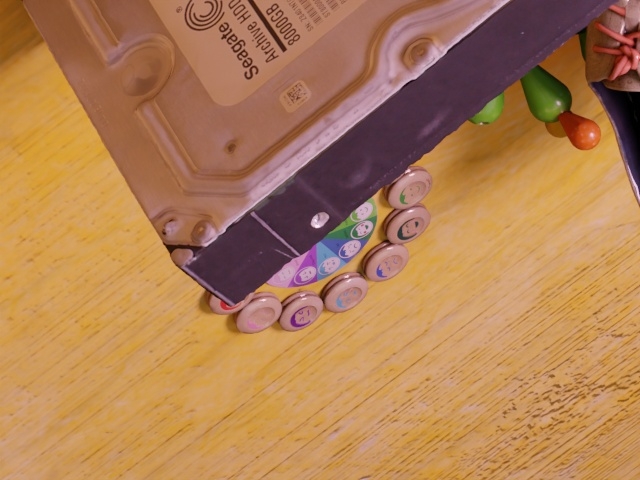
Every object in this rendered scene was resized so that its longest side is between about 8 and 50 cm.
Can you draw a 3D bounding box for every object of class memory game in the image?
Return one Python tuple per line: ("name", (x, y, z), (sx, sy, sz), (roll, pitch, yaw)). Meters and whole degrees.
("memory game", (0.000, 0.000, 1.267), (0.186, 0.012, 0.186), (-21, 143, -17))

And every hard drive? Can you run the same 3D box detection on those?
("hard drive", (0.021, -0.157, 0.915), (0.339, 0.237, 0.064), (-38, 143, 8))

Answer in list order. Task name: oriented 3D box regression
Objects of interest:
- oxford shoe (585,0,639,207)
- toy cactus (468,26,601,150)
("oxford shoe", (0.215, -0.154, 1.073), (0.130, 0.123, 0.348), (-50, 134, -31))
("toy cactus", (0.128, -0.148, 1.135), (0.219, 0.112, 0.180), (3, 121, -28))
